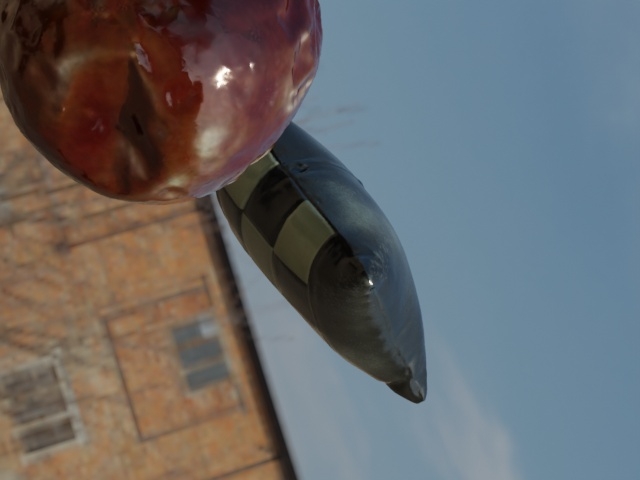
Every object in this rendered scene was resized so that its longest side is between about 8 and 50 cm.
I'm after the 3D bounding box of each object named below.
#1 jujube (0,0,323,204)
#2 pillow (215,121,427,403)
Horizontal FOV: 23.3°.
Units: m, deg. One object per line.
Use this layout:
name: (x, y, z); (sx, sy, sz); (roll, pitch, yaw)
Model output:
jujube: (-0.080, -0.125, 0.830); (0.236, 0.168, 0.168); (-80, 166, -51)
pillow: (0.000, 0.000, 1.219); (0.250, 0.106, 0.186); (51, -8, 36)
